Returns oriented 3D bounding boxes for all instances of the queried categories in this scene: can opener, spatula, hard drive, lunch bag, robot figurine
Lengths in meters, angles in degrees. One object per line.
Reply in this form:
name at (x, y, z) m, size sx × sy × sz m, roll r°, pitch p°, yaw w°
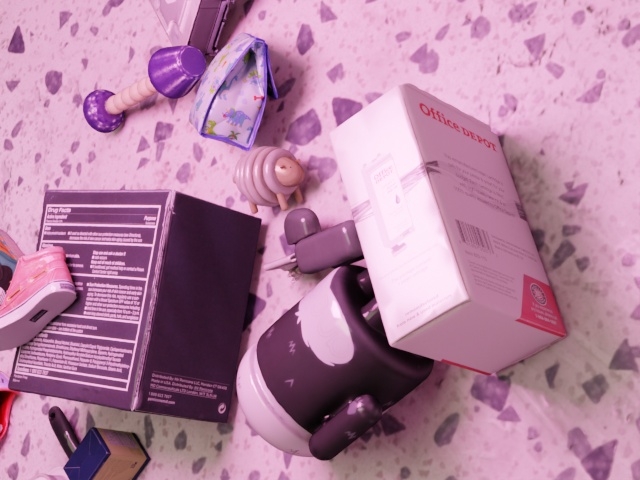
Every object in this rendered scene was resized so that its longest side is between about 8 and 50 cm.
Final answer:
can opener at (0.000, 0.000, 1.683) m, size 0.280 × 0.074 × 0.093 m, roll -12°, pitch 91°, yaw 67°
spatula at (-0.346, 0.362, 1.997) m, size 0.084 × 0.030 × 0.296 m, roll -49°, pitch 51°, yaw 22°
hard drive at (-0.214, -0.462, 2.030) m, size 0.339 × 0.064 × 0.237 m, roll 62°, pitch 144°, yaw 33°
lunch bag at (-0.116, -0.213, 1.884) m, size 0.129 × 0.096 × 0.151 m, roll -137°, pitch 64°, yaw -70°
robot figurine at (0.026, 0.142, 1.628) m, size 0.278 × 0.209 × 0.173 m, roll -43°, pitch 81°, yaw 25°

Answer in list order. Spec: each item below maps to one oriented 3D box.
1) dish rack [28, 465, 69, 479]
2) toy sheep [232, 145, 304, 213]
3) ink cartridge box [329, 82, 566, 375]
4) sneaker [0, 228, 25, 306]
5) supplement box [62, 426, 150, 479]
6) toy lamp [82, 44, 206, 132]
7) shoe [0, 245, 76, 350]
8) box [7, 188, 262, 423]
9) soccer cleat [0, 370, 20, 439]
dish rack at (-0.446, 0.529, 2.016) m, size 0.285 × 0.072 × 0.333 m, roll -38°, pitch 54°, yaw 29°
toy sheep at (-0.073, -0.085, 1.841) m, size 0.132 × 0.091 × 0.091 m, roll -6°, pitch 74°, yaw 40°
ink cartridge box at (0.144, -0.010, 1.535) m, size 0.117 × 0.207 × 0.283 m, roll -32°, pitch 57°, yaw 29°
sneaker at (-0.564, 0.038, 2.227) m, size 0.302 × 0.121 × 0.108 m, roll 28°, pitch 97°, yaw 43°
supplement box at (-0.305, 0.318, 1.935) m, size 0.083 × 0.083 × 0.056 m, roll -54°, pitch 49°, yaw 17°
toy lamp at (-0.262, -0.230, 2.024) m, size 0.274 × 0.080 × 0.080 m, roll -15°, pitch 68°, yaw 50°
shoe at (-0.408, 0.081, 1.870) m, size 0.178 × 0.063 × 0.081 m, roll -35°, pitch 54°, yaw 26°
box at (-0.258, 0.088, 1.890) m, size 0.296 × 0.183 × 0.294 m, roll 3°, pitch 81°, yaw 44°
soccer cleat at (-0.556, 0.326, 2.170) m, size 0.095 × 0.083 × 0.248 m, roll 20°, pitch 89°, yaw 39°
